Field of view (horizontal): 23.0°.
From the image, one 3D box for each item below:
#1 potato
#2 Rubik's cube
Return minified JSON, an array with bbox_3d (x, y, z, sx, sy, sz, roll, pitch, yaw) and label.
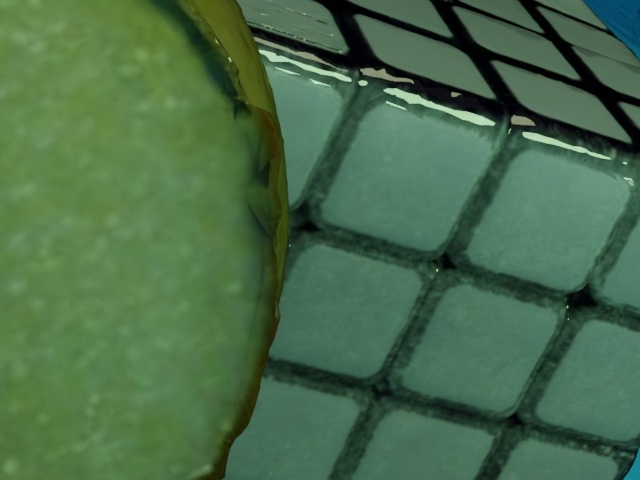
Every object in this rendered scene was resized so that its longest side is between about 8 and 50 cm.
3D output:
[{"bbox_3d":[-0.232,0.002,0.626,0.442,0.385,0.319,-13,23,0],"label":"potato"},{"bbox_3d":[0.000,0.000,0.950,0.344,0.344,0.337,16,26,-21],"label":"Rubik's cube"}]
